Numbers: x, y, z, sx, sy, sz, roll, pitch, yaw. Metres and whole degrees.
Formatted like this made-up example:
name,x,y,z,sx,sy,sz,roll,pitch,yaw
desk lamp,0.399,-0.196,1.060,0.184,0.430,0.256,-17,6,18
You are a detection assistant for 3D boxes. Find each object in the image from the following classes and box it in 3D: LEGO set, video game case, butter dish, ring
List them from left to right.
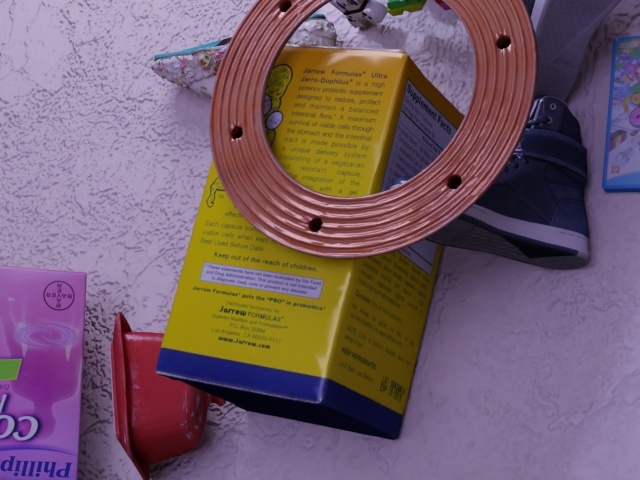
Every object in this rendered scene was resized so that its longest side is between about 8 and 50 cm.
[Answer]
name,x,y,z,sx,sy,sz,roll,pitch,yaw
butter dish,-0.158,0.165,1.527,0.118,0.160,0.160,-6,68,0
ring,0.047,-0.140,1.354,0.337,0.032,0.336,-9,69,24
LEGO set,0.081,-0.299,1.525,0.227,0.093,0.087,1,59,60
video game case,0.348,-0.130,1.434,0.119,0.015,0.166,0,73,26

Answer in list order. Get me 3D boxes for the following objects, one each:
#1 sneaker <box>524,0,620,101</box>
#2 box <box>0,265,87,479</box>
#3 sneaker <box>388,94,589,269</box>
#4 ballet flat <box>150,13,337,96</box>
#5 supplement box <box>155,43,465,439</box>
name,x,y,z,sx,sy,sz,roll,pitch,yaw
sneaker,0.226,-0.269,1.422,0.295,0.105,0.146,112,143,-47
box,-0.377,0.156,1.576,0.214,0.117,0.242,6,71,-16
sneaker,0.168,-0.073,1.405,0.086,0.226,0.163,-22,57,59
ballet flat,-0.090,-0.200,1.643,0.241,0.091,0.077,-10,91,27
supplement box,0.000,0.000,1.459,0.195,0.194,0.356,8,76,28
